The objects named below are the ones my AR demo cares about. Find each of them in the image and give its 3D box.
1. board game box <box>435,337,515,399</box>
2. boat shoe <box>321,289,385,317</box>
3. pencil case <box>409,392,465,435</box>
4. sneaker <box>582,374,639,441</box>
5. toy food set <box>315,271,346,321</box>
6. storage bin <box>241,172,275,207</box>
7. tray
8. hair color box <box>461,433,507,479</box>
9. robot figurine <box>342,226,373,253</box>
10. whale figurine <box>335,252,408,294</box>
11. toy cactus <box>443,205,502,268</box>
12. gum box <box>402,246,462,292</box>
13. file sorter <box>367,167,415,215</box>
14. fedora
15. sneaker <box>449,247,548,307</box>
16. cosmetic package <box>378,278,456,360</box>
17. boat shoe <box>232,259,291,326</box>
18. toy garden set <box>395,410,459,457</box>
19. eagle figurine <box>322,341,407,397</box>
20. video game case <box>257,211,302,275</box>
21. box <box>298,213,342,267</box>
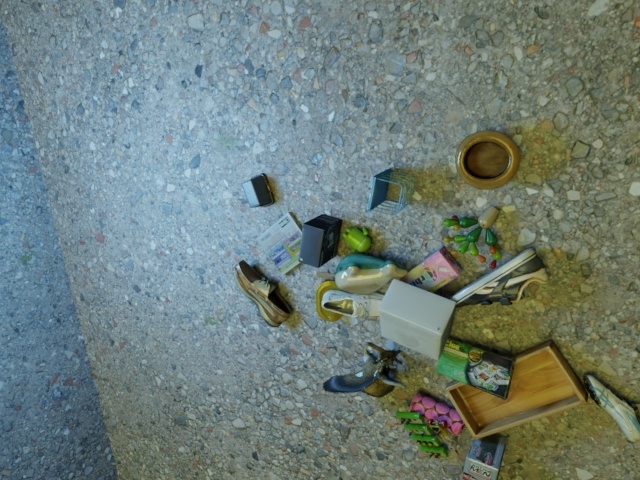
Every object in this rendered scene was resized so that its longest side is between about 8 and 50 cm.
[{"bbox_3d":[0.530,0.435,1.636,0.260,0.030,0.136,14,96,43],"label":"board game box"},{"bbox_3d":[0.139,0.252,1.791,0.277,0.096,0.098,2,109,10],"label":"boat shoe"},{"bbox_3d":[0.442,0.659,1.786,0.209,0.095,0.098,18,83,24],"label":"pencil case"},{"bbox_3d":[0.922,0.512,1.481,0.086,0.085,0.237,-41,79,6],"label":"sneaker"},{"bbox_3d":[0.046,0.213,1.888,0.128,0.071,0.218,0,109,5],"label":"toy food set"},{"bbox_3d":[-0.251,-0.195,1.904,0.098,0.091,0.135,-15,99,32],"label":"storage bin"},{"bbox_3d":[0.655,0.516,1.618,0.411,0.076,0.203,-37,79,34],"label":"tray"},{"bbox_3d":[0.577,0.900,1.728,0.114,0.185,0.374,13,112,26],"label":"hair color box"},{"bbox_3d":[0.139,-0.002,1.758,0.115,0.067,0.101,38,111,14],"label":"robot figurine"},{"bbox_3d":[0.178,0.104,1.708,0.272,0.216,0.141,-21,57,41],"label":"whale figurine"},{"bbox_3d":[0.514,-0.028,1.535,0.219,0.112,0.180,38,101,17],"label":"toy cactus"},{"bbox_3d":[0.392,0.114,1.655,0.188,0.062,0.107,-41,84,33],"label":"gum box"},{"bbox_3d":[0.241,-0.162,1.591,0.104,0.170,0.118,17,113,20],"label":"file sorter"},{"bbox_3d":[0.518,-0.250,1.458,0.194,0.079,0.194,13,113,32],"label":"fedora"},{"bbox_3d":[0.573,0.159,1.530,0.321,0.126,0.127,-38,80,31],"label":"sneaker"},{"bbox_3d":[0.332,0.274,1.638,0.224,0.138,0.224,20,153,22],"label":"cosmetic package"},{"bbox_3d":[-0.239,0.214,2.022,0.120,0.122,0.324,-35,95,28],"label":"boat shoe"},{"bbox_3d":[0.418,0.749,1.784,0.204,0.049,0.244,-15,117,44],"label":"toy garden set"},{"bbox_3d":[0.186,0.526,1.838,0.226,0.225,0.298,39,110,2],"label":"eagle figurine"},{"bbox_3d":[-0.142,0.016,1.950,0.212,0.023,0.193,-37,86,32],"label":"video game case"},{"bbox_3d":[0.000,0.000,1.784,0.093,0.158,0.156,18,114,24],"label":"box"}]
